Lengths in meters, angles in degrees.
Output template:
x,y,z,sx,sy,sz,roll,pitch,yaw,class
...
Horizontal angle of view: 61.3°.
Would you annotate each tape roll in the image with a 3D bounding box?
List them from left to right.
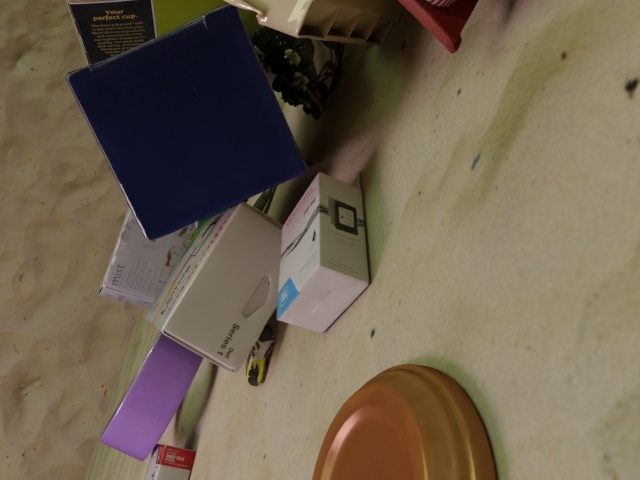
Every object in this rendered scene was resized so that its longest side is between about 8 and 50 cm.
x,y,z,sx,sy,sz,roll,pitch,yaw,class
-0.310,0.270,1.036,0.275,0.090,0.275,-57,11,18,tape roll

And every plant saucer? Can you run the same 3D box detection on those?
x,y,z,sx,sy,sz,roll,pitch,yaw,class
0.041,0.183,0.379,0.200,0.037,0.200,-52,26,39,plant saucer

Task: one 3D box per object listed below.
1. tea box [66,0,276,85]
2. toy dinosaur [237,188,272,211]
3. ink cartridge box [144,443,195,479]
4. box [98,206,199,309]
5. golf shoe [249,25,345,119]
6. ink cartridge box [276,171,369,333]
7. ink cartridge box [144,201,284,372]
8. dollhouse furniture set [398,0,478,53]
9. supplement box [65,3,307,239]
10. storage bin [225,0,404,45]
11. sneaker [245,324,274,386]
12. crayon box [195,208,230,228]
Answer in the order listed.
x,y,z,sx,sy,sz,roll,pitch,yaw,class
-0.209,-0.390,0.828,0.323,0.328,0.220,134,122,-70,tea box
-0.146,-0.035,1.038,0.118,0.064,0.268,21,88,63,toy dinosaur
-0.267,0.421,0.915,0.099,0.056,0.135,-34,40,57,ink cartridge box
-0.398,0.039,1.360,0.126,0.231,0.262,-31,44,59,box
-0.024,-0.273,0.776,0.120,0.105,0.273,-58,-4,1,golf shoe
0.000,0.000,0.619,0.104,0.060,0.180,-53,26,39,ink cartridge box
-0.154,0.067,0.817,0.201,0.117,0.278,-61,17,-15,ink cartridge box
0.178,-0.371,0.450,0.374,0.152,0.201,-60,14,-27,dollhouse furniture set
-0.150,-0.142,0.733,0.194,0.195,0.356,-24,8,-2,supplement box
0.022,-0.360,0.581,0.262,0.123,0.261,-33,-36,-59,storage bin
-0.088,0.156,0.740,0.035,0.031,0.083,-14,58,67,sneaker
-0.228,-0.202,1.236,0.323,0.083,0.203,104,171,-48,crayon box
